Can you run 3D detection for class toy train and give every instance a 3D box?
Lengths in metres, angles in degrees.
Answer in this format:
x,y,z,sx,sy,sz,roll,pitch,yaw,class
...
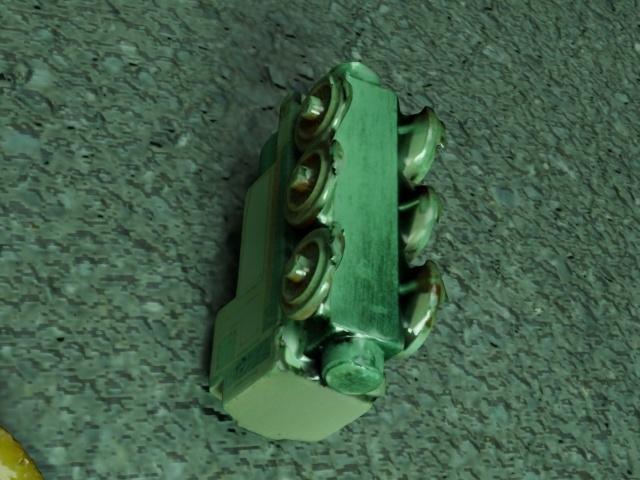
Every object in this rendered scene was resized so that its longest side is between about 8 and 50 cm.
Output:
x,y,z,sx,sy,sz,roll,pitch,yaw,class
0.000,0.000,0.581,0.080,0.125,0.194,25,46,-27,toy train

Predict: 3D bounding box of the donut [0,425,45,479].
x,y,z,sx,sy,sz,roll,pitch,yaw,class
-0.172,0.130,0.425,0.152,0.058,0.152,18,52,-24,donut
